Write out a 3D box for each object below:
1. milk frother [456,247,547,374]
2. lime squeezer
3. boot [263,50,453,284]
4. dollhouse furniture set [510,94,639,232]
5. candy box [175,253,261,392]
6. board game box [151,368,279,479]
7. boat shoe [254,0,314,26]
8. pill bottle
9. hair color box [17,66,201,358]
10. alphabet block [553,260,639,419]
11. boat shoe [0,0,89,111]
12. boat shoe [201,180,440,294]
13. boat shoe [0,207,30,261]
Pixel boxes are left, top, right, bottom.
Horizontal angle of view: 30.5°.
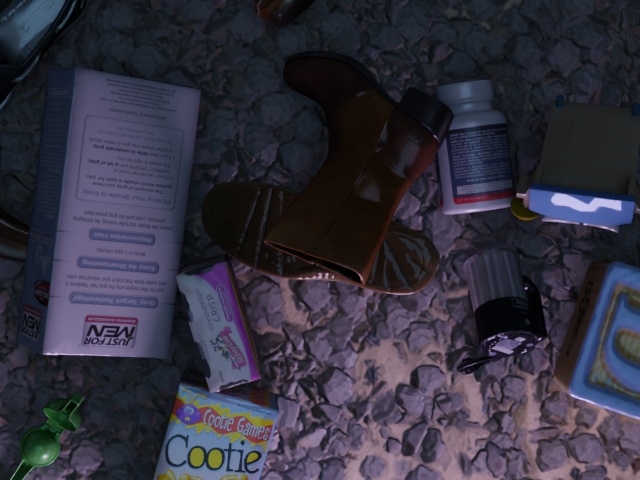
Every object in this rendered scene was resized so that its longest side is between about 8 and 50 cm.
[{"bbox_3d":[0.239,0.107,1.678,0.143,0.129,0.135,-23,55,25],"label":"milk frother"},{"bbox_3d":[-0.386,0.289,1.647,0.059,0.110,0.310,28,122,-20],"label":"lime squeezer"},{"bbox_3d":[0.007,-0.102,1.594,0.264,0.096,0.280,28,74,12],"label":"boot"},{"bbox_3d":[0.436,-0.100,1.670,0.303,0.198,0.286,7,53,13],"label":"dollhouse furniture set"},{"bbox_3d":[-0.135,0.104,1.582,0.071,0.233,0.159,-17,94,-3],"label":"candy box"},{"bbox_3d":[-0.163,0.337,1.635,0.142,0.144,0.275,16,91,-3],"label":"board game box"},{"bbox_3d":[-0.002,-0.450,1.633,0.120,0.122,0.324,33,82,1],"label":"boat shoe"},{"bbox_3d":[0.213,-0.132,1.655,0.108,0.108,0.180,-8,93,-3],"label":"pill bottle"},{"bbox_3d":[-0.287,-0.034,1.592,0.185,0.113,0.374,6,92,-33],"label":"hair color box"},{"bbox_3d":[0.446,0.143,1.624,0.192,0.197,0.193,20,91,6],"label":"alphabet block"},{"bbox_3d":[-0.445,-0.265,1.618,0.114,0.091,0.302,40,89,-4],"label":"boat shoe"},{"bbox_3d":[0.000,0.000,1.650,0.341,0.110,0.122,18,98,10],"label":"boat shoe"},{"bbox_3d":[-0.513,-0.064,1.611,0.324,0.123,0.116,24,83,-10],"label":"boat shoe"}]
